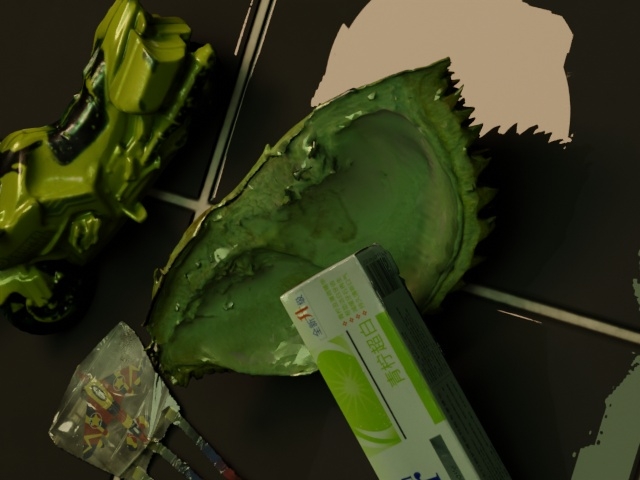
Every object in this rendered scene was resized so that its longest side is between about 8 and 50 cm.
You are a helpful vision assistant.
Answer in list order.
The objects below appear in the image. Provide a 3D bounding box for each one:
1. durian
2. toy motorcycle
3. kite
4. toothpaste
[{"bbox_3d":[0.005,0.009,1.453,0.394,0.198,0.163,-39,65,21],"label":"durian"},{"bbox_3d":[-0.241,-0.076,1.620,0.342,0.206,0.142,-54,43,9],"label":"toy motorcycle"},{"bbox_3d":[-0.161,0.190,1.621,0.245,0.015,0.141,37,102,31],"label":"kite"},{"bbox_3d":[0.089,0.168,1.384,0.081,0.067,0.336,-30,87,23],"label":"toothpaste"}]
